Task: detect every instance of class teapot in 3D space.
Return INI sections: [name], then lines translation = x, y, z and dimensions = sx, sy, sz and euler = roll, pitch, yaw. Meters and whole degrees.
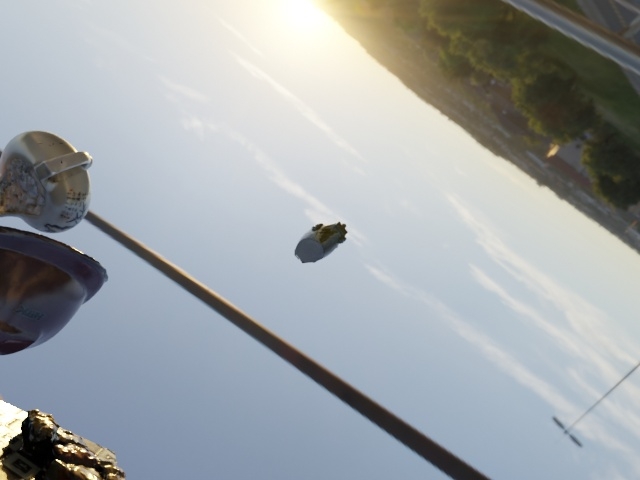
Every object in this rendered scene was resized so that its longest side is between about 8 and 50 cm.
[teapot]
translation = -0.551, -0.120, 1.124
dimensions = 0.165, 0.299, 0.208
euler = -15, -94, -46

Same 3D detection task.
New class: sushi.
[sushi]
translation = -0.485, 0.401, 1.082
dimensions = 0.294, 0.059, 0.292
euler = 38, 174, -30

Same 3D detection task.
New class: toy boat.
[toy boat]
translation = 0.000, 0.000, 0.822
dimensions = 0.047, 0.049, 0.149
euler = 50, 159, -3

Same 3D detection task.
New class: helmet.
[helmet]
translation = -0.506, 0.073, 0.859
dimensions = 0.338, 0.197, 0.271
euler = 12, 161, 31
